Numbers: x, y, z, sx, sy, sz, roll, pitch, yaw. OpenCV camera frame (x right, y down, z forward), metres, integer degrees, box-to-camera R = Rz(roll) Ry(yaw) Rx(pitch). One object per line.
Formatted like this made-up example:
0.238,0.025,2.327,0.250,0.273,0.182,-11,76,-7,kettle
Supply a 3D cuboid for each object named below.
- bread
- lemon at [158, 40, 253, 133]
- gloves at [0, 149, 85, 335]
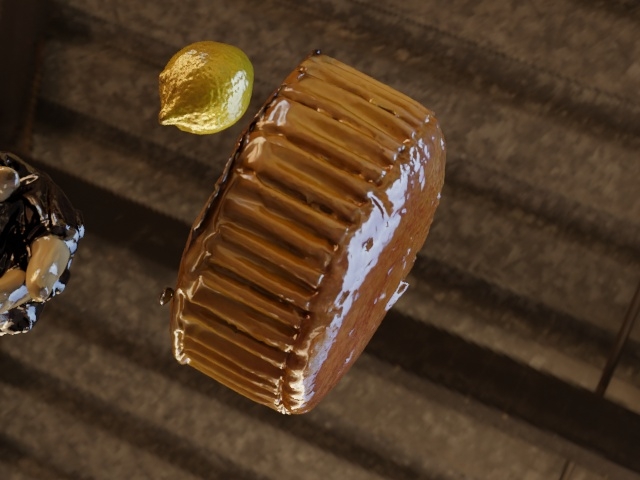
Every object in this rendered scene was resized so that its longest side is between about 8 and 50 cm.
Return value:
0.000,0.000,0.769,0.104,0.199,0.199,26,-63,11,bread
-0.083,-0.108,0.977,0.065,0.092,0.065,23,-45,25,lemon
-0.230,0.008,0.976,0.203,0.124,0.164,30,-47,45,gloves
